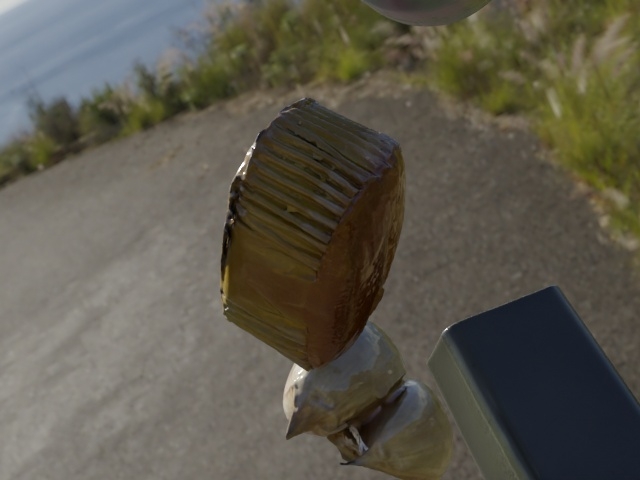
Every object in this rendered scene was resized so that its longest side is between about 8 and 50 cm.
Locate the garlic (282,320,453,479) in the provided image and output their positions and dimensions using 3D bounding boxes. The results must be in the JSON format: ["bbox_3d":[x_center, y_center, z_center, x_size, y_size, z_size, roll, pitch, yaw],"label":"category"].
[{"bbox_3d":[0.060,0.254,1.960,0.249,0.286,0.313,-19,-11,-6],"label":"garlic"}]

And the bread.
[{"bbox_3d":[0.000,0.000,0.941,0.132,0.114,0.191,-51,-17,-42],"label":"bread"}]

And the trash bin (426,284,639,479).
[{"bbox_3d":[0.234,0.188,1.359,0.164,0.241,0.122,-20,-25,-21],"label":"trash bin"}]

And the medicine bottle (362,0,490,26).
[{"bbox_3d":[0.108,-0.390,1.537,0.245,0.245,0.290,-23,-4,14],"label":"medicine bottle"}]
